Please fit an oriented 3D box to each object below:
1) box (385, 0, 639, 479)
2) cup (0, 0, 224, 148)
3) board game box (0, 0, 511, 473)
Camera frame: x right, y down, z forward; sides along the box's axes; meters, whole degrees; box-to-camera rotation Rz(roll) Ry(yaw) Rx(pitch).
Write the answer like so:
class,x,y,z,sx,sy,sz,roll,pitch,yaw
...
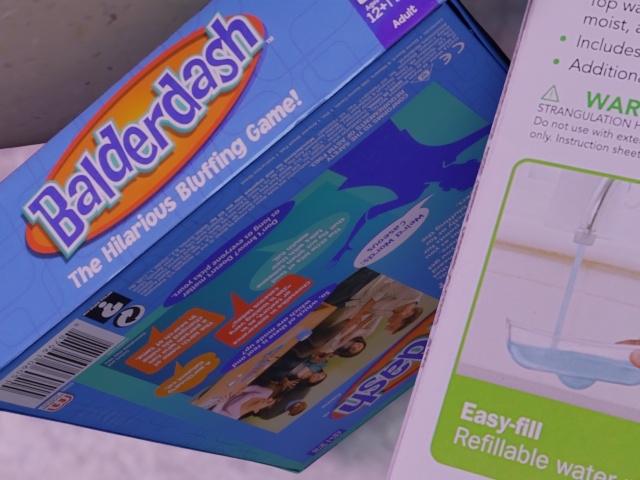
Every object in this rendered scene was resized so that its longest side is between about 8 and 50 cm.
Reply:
class,x,y,z,sx,sy,sz,roll,pitch,yaw
box,0.170,0.019,0.343,0.262,0.127,0.231,13,79,21
cup,-0.084,-0.162,0.433,0.237,0.331,0.331,14,96,-18
board game box,0.000,0.000,0.450,0.160,0.210,0.047,-39,64,10
